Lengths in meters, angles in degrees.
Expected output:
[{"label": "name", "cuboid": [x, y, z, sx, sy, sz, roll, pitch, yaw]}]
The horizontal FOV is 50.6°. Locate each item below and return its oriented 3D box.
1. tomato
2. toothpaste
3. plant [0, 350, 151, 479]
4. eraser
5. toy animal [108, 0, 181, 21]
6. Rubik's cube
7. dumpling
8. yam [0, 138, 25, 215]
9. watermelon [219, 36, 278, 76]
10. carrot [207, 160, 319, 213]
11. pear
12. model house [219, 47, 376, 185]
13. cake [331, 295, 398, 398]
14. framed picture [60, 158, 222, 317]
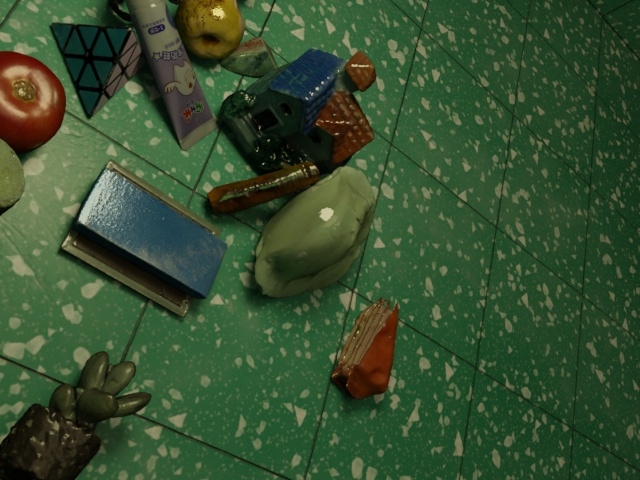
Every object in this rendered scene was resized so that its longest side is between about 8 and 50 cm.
[{"label": "tomato", "cuboid": [-0.573, -0.252, 1.252, 0.195, 0.136, 0.195, 17, 64, -38]}, {"label": "toothpaste", "cuboid": [-0.333, -0.390, 1.496, 0.125, 0.080, 0.371, -47, 131, -40]}, {"label": "plant", "cuboid": [-0.428, 0.313, 1.179, 0.146, 0.149, 0.274, 53, 47, -14]}, {"label": "eraser", "cuboid": [-0.345, -0.010, 1.400, 0.312, 0.043, 0.144, 34, 57, -27]}, {"label": "toy animal", "cuboid": [-0.423, -0.570, 1.515, 0.233, 0.084, 0.148, -13, 72, -38]}, {"label": "Rubik's cube", "cuboid": [-0.413, -0.403, 1.413, 0.190, 0.178, 0.211, -29, 96, -45]}, {"label": "dumpling", "cuboid": [-0.012, -0.026, 1.598, 0.211, 0.321, 0.270, 64, 11, 18]}, {"label": "yam", "cuboid": [-0.593, -0.081, 1.119, 0.154, 0.254, 0.154, 28, 49, -38]}, {"label": "watermelon", "cuboid": [-0.173, -0.467, 1.718, 0.094, 0.081, 0.180, 47, 40, 16]}, {"label": "carrot", "cuboid": [-0.129, -0.122, 1.548, 0.260, 0.070, 0.070, -19, 88, -9]}, {"label": "pear", "cuboid": [-0.255, -0.519, 1.588, 0.178, 0.178, 0.178, 14, 67, -36]}, {"label": "model house", "cuboid": [0.000, -0.289, 1.585, 0.252, 0.329, 0.295, -48, 116, -37]}, {"label": "cake", "cuboid": [0.130, 0.270, 1.696, 0.135, 0.098, 0.287, 38, 59, -23]}, {"label": "framed picture", "cuboid": [-0.365, -0.003, 1.422, 0.293, 0.018, 0.231, 35, 56, -26]}]
